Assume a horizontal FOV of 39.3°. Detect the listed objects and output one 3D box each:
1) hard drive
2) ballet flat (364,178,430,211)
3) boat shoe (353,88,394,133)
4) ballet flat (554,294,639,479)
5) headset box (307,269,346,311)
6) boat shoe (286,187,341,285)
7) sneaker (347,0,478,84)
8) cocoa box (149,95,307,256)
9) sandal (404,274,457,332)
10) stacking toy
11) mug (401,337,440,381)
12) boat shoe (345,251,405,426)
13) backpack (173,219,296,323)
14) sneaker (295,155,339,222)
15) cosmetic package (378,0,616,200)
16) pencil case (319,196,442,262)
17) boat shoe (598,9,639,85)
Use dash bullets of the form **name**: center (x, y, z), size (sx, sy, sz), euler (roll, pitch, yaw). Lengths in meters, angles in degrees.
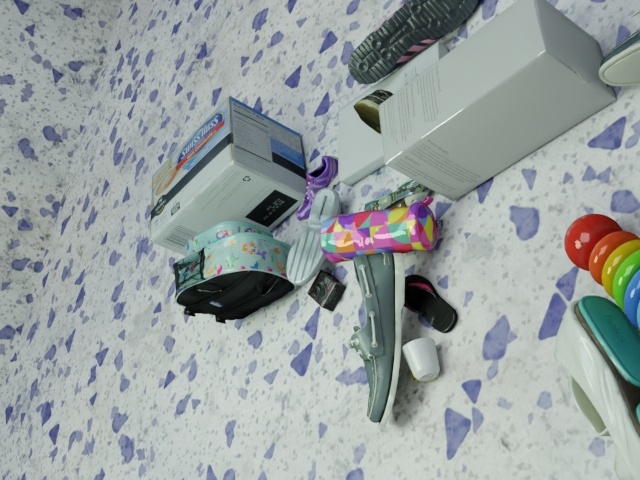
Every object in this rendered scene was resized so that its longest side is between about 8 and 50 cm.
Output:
- **hard drive**: center (0.155, -0.267, 1.923), size (0.308, 0.040, 0.202), euler (-30, 48, 42)
- **ballet flat**: center (0.167, -0.077, 1.788), size (0.188, 0.070, 0.070), euler (-30, 48, 44)
- **boat shoe**: center (0.118, -0.268, 1.796), size (0.073, 0.080, 0.223), euler (-57, -5, 0)
- **ballet flat**: center (0.426, 0.243, 1.203), size (0.139, 0.139, 0.400), euler (-50, 33, 23)
- **headset box**: center (0.014, 0.107, 1.898), size (0.062, 0.032, 0.083), euler (-61, 33, 8)
- **boat shoe**: center (0.000, 0.000, 1.948), size (0.083, 0.076, 0.226), euler (18, 78, 29)
- **sneaker**: center (0.199, -0.460, 1.929), size (0.319, 0.112, 0.131), euler (-31, 9, 22)
- **cocoa box**: center (-0.229, -0.133, 2.190), size (0.347, 0.232, 0.227), euler (-39, 42, 33)
- **sandal**: center (0.188, 0.109, 1.655), size (0.067, 0.040, 0.179), euler (-61, 35, 8)
- **stacking toy**: center (0.455, 0.059, 1.264), size (0.141, 0.141, 0.330), euler (-59, 28, 11)
- **mug**: center (0.184, 0.218, 1.595), size (0.062, 0.078, 0.064), euler (-20, 57, 6)
- **boat shoe**: center (0.095, 0.176, 1.638), size (0.116, 0.099, 0.319), euler (107, 169, -77)
- **backpack**: center (-0.181, 0.065, 2.021), size (0.254, 0.225, 0.191), euler (-22, 59, 41)
- **sneaker**: center (-0.015, -0.121, 2.039), size (0.169, 0.071, 0.068), euler (-61, 35, 10)
- **cosmetic package**: center (0.299, -0.240, 1.578), size (0.366, 0.197, 0.155), euler (-34, 45, 36)
- **pencil case**: center (0.114, -0.016, 1.724), size (0.237, 0.104, 0.104), euler (-10, 62, 33)
- **boat shoe**: center (0.546, -0.325, 1.383), size (0.255, 0.095, 0.079), euler (-30, 50, 39)
